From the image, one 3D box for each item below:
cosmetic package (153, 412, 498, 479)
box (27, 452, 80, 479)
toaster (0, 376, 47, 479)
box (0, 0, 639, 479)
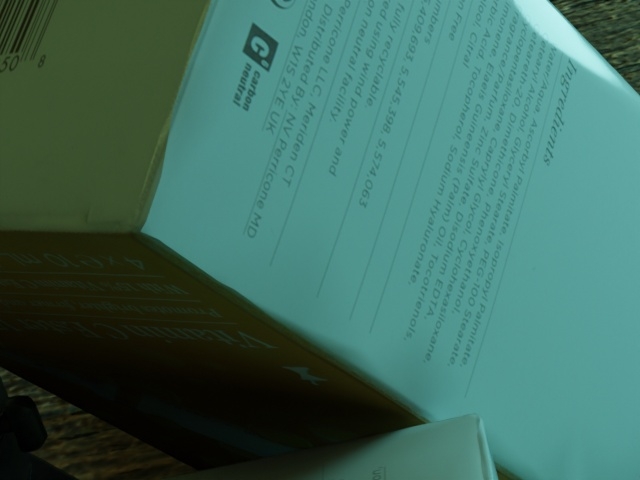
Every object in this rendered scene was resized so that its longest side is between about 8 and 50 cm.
[{"bbox_3d":[-0.106,0.214,0.509,0.385,0.217,0.156,-15,26,7],"label":"cosmetic package"},{"bbox_3d":[-0.195,0.192,0.722,0.207,0.108,0.153,-35,31,-31],"label":"box"},{"bbox_3d":[-0.227,0.106,0.644,0.227,0.129,0.146,-10,23,15],"label":"toaster"},{"bbox_3d":[0.000,0.000,0.626,0.215,0.345,0.168,-1,63,43],"label":"box"}]
